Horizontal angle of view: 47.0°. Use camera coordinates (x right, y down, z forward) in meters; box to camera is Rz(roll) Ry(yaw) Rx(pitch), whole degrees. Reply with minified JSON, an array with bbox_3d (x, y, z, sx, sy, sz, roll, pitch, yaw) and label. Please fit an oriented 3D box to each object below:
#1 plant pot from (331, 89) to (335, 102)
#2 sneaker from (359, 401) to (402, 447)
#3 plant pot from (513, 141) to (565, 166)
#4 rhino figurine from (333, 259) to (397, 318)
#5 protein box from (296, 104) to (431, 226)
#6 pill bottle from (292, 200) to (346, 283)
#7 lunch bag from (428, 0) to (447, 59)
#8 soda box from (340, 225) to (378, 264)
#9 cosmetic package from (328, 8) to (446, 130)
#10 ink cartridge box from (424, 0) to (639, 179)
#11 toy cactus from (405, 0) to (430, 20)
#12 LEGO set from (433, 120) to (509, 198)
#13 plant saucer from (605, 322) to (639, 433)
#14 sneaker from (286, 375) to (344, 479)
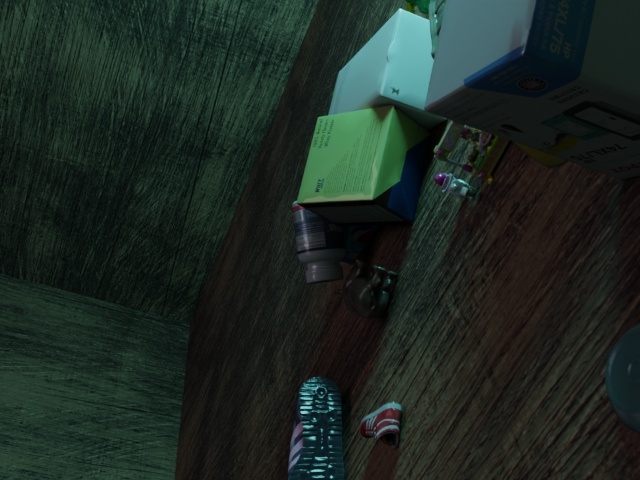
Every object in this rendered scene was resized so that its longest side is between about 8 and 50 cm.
[{"bbox_3d":[0.078,-0.374,2.030,0.083,0.083,0.079,-62,31,35],"label":"plant pot"},{"bbox_3d":[0.099,0.328,1.254,0.118,0.042,0.067,126,159,-45],"label":"sneaker"},{"bbox_3d":[0.298,-0.180,1.013,0.134,0.095,0.134,-163,90,-75],"label":"plant pot"},{"bbox_3d":[0.083,0.097,1.503,0.243,0.073,0.106,-165,95,-76],"label":"rhino figurine"},{"bbox_3d":[0.088,-0.144,1.482,0.201,0.136,0.199,0,70,43],"label":"protein box"},{"bbox_3d":[0.000,0.000,1.605,0.108,0.108,0.180,156,108,-70],"label":"pill bottle"},{"bbox_3d":[0.286,-0.390,1.083,0.235,0.169,0.287,-35,36,38],"label":"lunch bag"},{"bbox_3d":[0.085,-0.041,1.651,0.071,0.067,0.210,-89,22,-44],"label":"soda box"},{"bbox_3d":[0.142,-0.318,1.587,0.365,0.155,0.197,163,122,-71],"label":"cosmetic package"},{"bbox_3d":[0.285,-0.205,0.761,0.198,0.270,0.197,164,121,-72],"label":"ink cartridge box"},{"bbox_3d":[0.214,-0.514,1.535,0.112,0.180,0.219,-44,31,20],"label":"toy cactus"},{"bbox_3d":[0.252,-0.210,1.184,0.132,0.107,0.287,-145,72,-74],"label":"LEGO set"},{"bbox_3d":[0.323,0.132,0.736,0.119,0.021,0.119,-163,90,-74],"label":"plant saucer"},{"bbox_3d":[-0.009,0.438,1.443,0.131,0.112,0.319,100,179,-53],"label":"sneaker"}]
